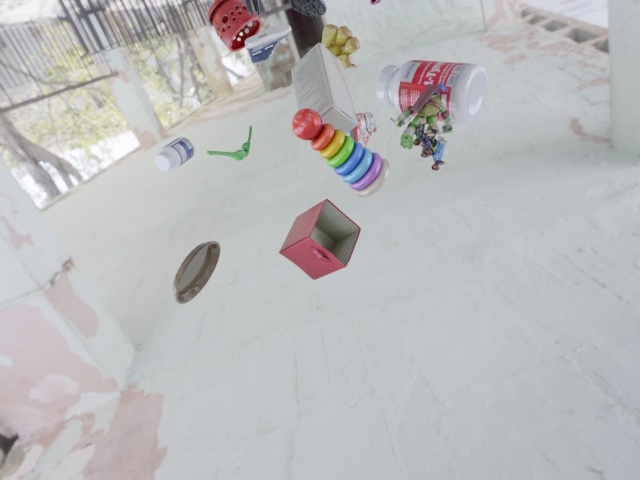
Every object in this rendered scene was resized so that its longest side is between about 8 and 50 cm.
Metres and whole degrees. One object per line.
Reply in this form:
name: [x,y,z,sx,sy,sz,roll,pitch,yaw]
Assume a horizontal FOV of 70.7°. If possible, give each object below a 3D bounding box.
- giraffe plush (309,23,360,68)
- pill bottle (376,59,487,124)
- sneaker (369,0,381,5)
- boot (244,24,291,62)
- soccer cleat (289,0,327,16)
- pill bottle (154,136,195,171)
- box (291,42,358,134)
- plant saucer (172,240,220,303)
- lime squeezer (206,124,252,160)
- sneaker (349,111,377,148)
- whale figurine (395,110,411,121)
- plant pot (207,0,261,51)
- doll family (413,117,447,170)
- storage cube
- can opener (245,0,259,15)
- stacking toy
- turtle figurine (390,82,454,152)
giraffe plush: [0.075,-0.764,1.859,0.210,0.181,0.170,-43,173,25]
pill bottle: [0.444,-0.613,1.845,0.407,0.229,0.229,21,-133,36]
sneaker: [0.182,-0.807,1.437,0.047,0.119,0.057,27,-125,14]
boot: [-0.195,-0.754,1.730,0.189,0.086,0.069,-25,-128,-9]
soccer cleat: [-0.087,-0.831,1.425,0.108,0.117,0.318,1,169,43]
pill bottle: [-0.576,-0.337,1.778,0.094,0.094,0.169,-9,-152,25]
box: [0.008,-0.471,1.466,0.148,0.121,0.311,-32,-128,33]
plant saucer: [-0.485,0.118,1.759,0.041,0.278,0.278,28,-138,8]
lime squeezer: [-0.356,-0.404,1.970,0.109,0.059,0.310,32,-135,10]
sneaker: [0.224,-0.517,2.302,0.144,0.270,0.090,-19,-151,-18]
whale figurine: [0.468,-0.737,2.259,0.141,0.272,0.216,-12,-140,-34]
plant pot: [-0.376,-0.943,1.939,0.191,0.174,0.191,-41,-176,4]
doll family: [0.353,-0.306,1.458,0.075,0.111,0.193,5,-139,-6]
storage cube: [0.000,0.000,1.636,0.193,0.183,0.215,-27,-148,46]
can opener: [-0.244,-0.856,1.517,0.059,0.186,0.073,-10,-165,-13]
stacking toy: [0.050,-0.270,1.343,0.141,0.330,0.141,-41,-151,28]
turtle figurine: [0.384,-0.414,1.676,0.274,0.197,0.266,-42,-160,52]
